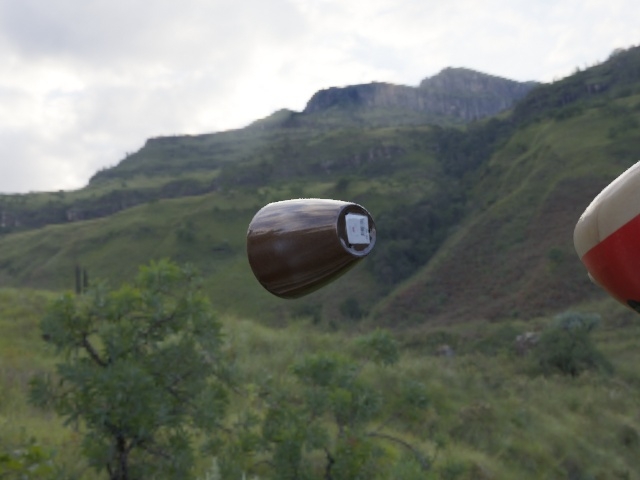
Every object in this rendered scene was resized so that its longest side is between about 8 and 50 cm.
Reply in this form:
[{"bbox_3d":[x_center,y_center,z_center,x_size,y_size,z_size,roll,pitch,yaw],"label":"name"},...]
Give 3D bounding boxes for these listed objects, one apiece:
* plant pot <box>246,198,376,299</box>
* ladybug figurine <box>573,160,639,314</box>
[{"bbox_3d":[0.000,0.000,1.527,0.215,0.215,0.230,5,-14,-39],"label":"plant pot"},{"bbox_3d":[0.471,-0.024,0.789,0.305,0.162,0.449,4,-26,-26],"label":"ladybug figurine"}]
